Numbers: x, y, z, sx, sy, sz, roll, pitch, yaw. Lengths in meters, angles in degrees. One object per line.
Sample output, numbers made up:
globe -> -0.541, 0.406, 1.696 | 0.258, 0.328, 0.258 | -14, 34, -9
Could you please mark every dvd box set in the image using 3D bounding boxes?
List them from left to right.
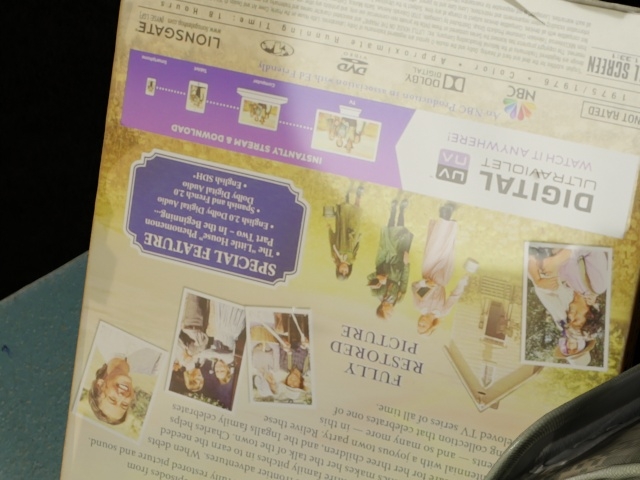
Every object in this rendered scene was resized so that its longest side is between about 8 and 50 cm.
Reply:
dvd box set -> 0.017, 0.055, 0.970 | 0.308, 0.062, 0.420 | 13, 104, 18

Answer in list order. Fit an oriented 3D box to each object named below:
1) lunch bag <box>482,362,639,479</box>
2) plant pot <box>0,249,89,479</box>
lunch bag -> 0.195, 0.124, 0.770 | 0.287, 0.235, 0.169 | -11, 95, 50
plant pot -> -0.187, 0.164, 1.233 | 0.247, 0.248, 0.252 | -25, 95, 49
